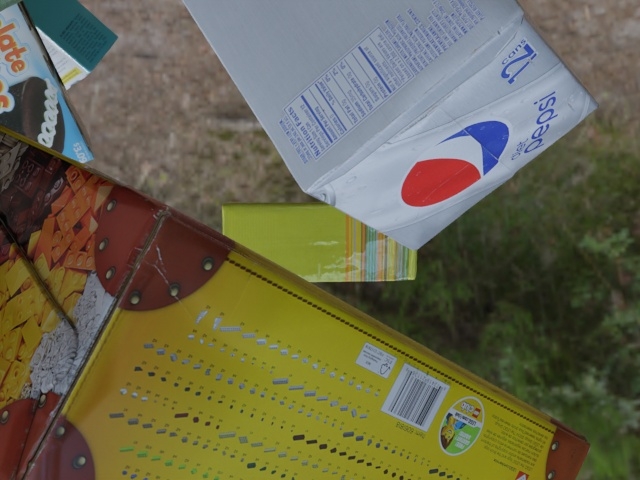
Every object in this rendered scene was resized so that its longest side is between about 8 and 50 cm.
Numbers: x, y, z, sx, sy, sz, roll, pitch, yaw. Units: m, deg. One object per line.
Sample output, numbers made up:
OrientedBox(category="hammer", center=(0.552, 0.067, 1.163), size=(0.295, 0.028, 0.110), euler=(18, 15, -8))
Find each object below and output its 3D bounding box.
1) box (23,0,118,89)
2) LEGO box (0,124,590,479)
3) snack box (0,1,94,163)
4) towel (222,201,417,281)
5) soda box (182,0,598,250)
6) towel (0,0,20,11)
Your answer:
OrientedBox(category="box", center=(-0.347, -0.272, 1.276), size=(0.244, 0.060, 0.100), euler=(42, 152, -20))
OrientedBox(category="LEGO box", center=(-0.084, 0.108, 0.934), size=(0.500, 0.193, 0.372), euler=(31, 175, -41))
OrientedBox(category="snack box", center=(-0.367, -0.185, 1.113), size=(0.187, 0.060, 0.322), euler=(-23, 122, -3))
OrientedBox(category="towel", center=(0.000, 0.000, 1.413), size=(0.237, 0.102, 0.021), euler=(-1, -164, -4))
OrientedBox(category="soda box", center=(-0.019, -0.138, 0.451), size=(0.091, 0.286, 0.098), euler=(-39, 154, 15))
OrientedBox(category="towel", center=(-0.314, -0.300, 0.826), size=(0.248, 0.038, 0.325), euler=(-33, 129, -25))
